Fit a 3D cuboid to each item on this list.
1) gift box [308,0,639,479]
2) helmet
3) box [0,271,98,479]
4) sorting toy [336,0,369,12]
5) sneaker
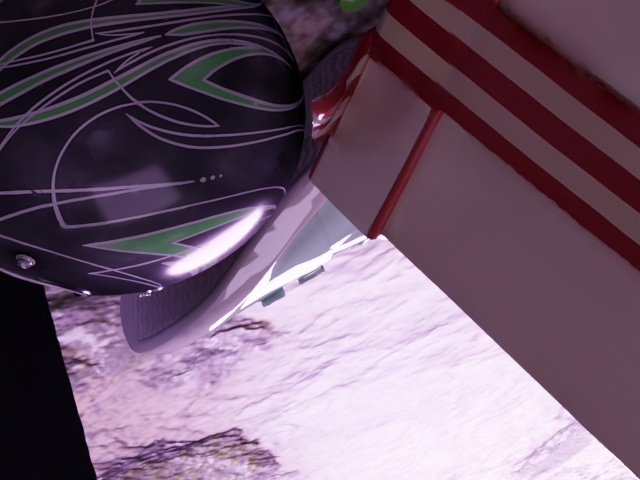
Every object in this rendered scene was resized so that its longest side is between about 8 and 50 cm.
[{"bbox_3d":[0.156,-0.079,0.610,0.276,0.258,0.255,-16,143,-48],"label":"gift box"},{"bbox_3d":[-0.092,-0.054,0.634,0.169,0.169,0.161,-24,167,5],"label":"helmet"},{"bbox_3d":[-0.364,0.150,0.749,0.395,0.212,0.293,-37,148,26],"label":"box"},{"bbox_3d":[-0.053,-0.188,0.470,0.127,0.126,0.365,-27,150,10],"label":"sorting toy"},{"bbox_3d":[0.000,0.000,0.844,0.151,0.094,0.256,21,128,-42],"label":"sneaker"}]
